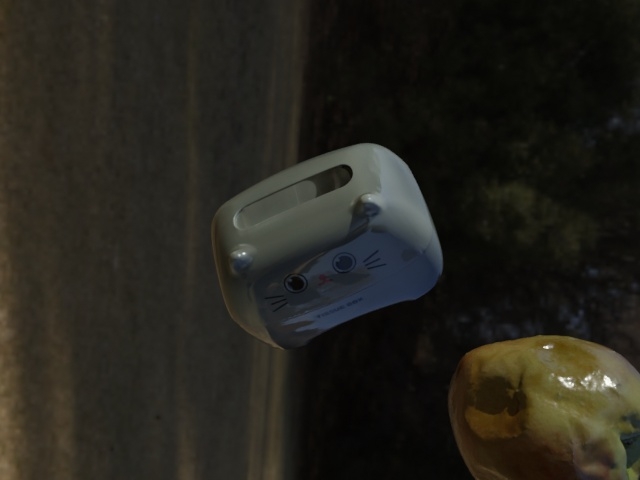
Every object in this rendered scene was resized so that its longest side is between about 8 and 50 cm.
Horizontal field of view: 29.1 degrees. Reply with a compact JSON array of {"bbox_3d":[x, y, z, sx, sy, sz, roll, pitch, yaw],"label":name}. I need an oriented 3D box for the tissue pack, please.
[{"bbox_3d":[0.000,0.000,1.848,0.236,0.333,0.229,56,14,-50],"label":"tissue pack"}]

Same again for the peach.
[{"bbox_3d":[0.248,0.197,1.364,0.214,0.235,0.214,-41,145,-37],"label":"peach"}]
